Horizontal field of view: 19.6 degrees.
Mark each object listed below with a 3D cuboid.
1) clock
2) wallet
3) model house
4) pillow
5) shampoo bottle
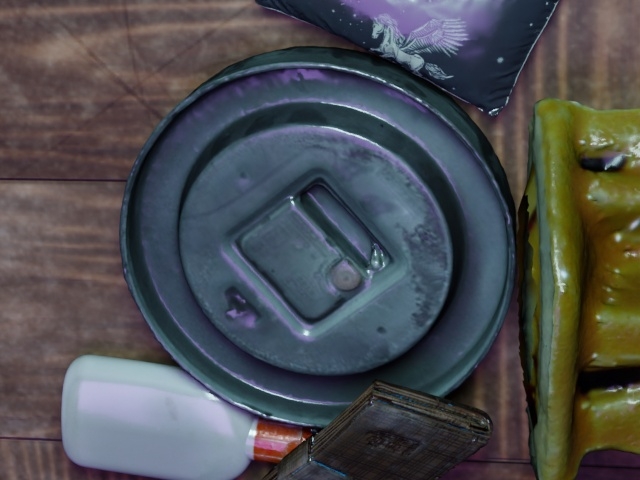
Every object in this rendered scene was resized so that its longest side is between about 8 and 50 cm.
[{"bbox_3d":[-0.001,0.000,1.474,0.319,0.066,0.318,4,115,9],"label":"clock"},{"bbox_3d":[0.028,0.193,1.524,0.124,0.042,0.230,21,138,-27],"label":"wallet"},{"bbox_3d":[0.267,0.033,1.373,0.239,0.173,0.268,0,117,0],"label":"model house"},{"bbox_3d":[0.069,-0.192,1.377,0.208,0.055,0.141,27,110,-2],"label":"pillow"},{"bbox_3d":[-0.110,0.159,1.576,0.221,0.051,0.108,8,114,8],"label":"shampoo bottle"}]
